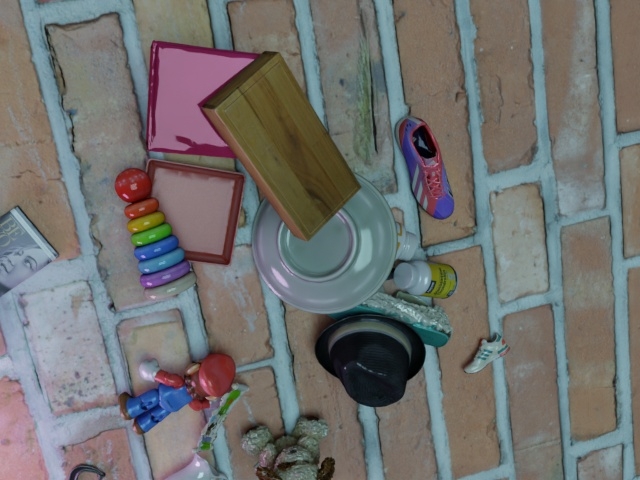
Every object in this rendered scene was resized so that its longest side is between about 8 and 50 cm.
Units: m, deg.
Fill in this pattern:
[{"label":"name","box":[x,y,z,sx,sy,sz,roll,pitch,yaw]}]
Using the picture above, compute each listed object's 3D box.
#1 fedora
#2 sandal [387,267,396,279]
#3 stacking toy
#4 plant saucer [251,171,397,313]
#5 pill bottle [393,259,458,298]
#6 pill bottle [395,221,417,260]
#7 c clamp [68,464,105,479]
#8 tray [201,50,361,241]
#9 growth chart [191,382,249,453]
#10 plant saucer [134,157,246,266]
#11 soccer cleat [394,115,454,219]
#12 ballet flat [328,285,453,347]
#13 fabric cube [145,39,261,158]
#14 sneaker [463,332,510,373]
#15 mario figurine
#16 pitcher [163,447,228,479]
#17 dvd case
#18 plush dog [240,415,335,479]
[{"label":"fedora","box":[0.144,0.356,1.962,0.334,0.152,0.333,-1,131,-1]},{"label":"sandal","box":[0.100,0.068,1.979,0.255,0.097,0.054,9,99,-15]},{"label":"stacking toy","box":[-0.429,-0.022,1.766,0.141,0.141,0.330,-20,102,-9]},{"label":"plant saucer","box":[0.000,0.000,1.851,0.401,0.100,0.400,0,92,11]},{"label":"pill bottle","box":[0.299,0.110,2.007,0.184,0.103,0.103,9,100,-38]},{"label":"pill bottle","box":[0.158,-0.009,1.967,0.215,0.117,0.117,17,97,-17]},{"label":"c clamp","box":[-0.645,0.704,1.970,0.137,0.022,0.160,7,101,-10]},{"label":"tray","box":[-0.077,-0.212,1.647,0.203,0.076,0.410,-46,126,-16]},{"label":"growth chart","box":[-0.278,0.493,1.953,0.021,0.172,0.237,33,91,15]},{"label":"plant saucer","box":[-0.346,-0.074,1.864,0.259,0.048,0.258,8,100,-15]},{"label":"soccer cleat","box":[0.303,-0.195,1.963,0.109,0.116,0.318,-26,106,-8]},{"label":"ballet flat","box":[0.195,0.200,2.025,0.409,0.147,0.146,20,96,-20]},{"label":"fabric cube","box":[-0.287,-0.341,1.711,0.258,0.259,0.253,3,102,-16]},{"label":"sneaker","box":[0.501,0.346,2.169,0.161,0.057,0.075,-31,91,-5]},{"label":"mario figurine","box":[-0.383,0.400,1.938,0.321,0.198,0.170,-26,66,0]},{"label":"pitcher","box":[-0.372,0.721,1.998,0.207,0.125,0.177,-47,124,-13]},{"label":"dvd case","box":[-0.809,0.040,1.787,0.221,0.018,0.164,-36,107,-5]},{"label":"plush dog","box":[-0.083,0.639,1.987,0.263,0.225,0.210,-6,103,-13]}]
